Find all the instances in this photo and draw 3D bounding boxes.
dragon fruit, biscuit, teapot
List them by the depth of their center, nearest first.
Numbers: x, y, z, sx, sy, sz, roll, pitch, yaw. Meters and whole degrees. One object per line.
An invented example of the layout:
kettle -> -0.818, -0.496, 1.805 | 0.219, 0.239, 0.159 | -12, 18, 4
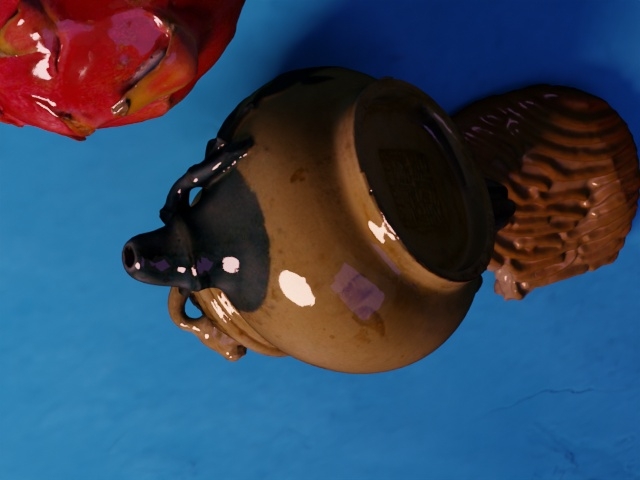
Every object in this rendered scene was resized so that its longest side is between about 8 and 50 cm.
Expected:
dragon fruit -> -0.097, -0.112, 0.726 | 0.166, 0.133, 0.136 | -25, 129, -13
teapot -> 0.000, 0.000, 0.899 | 0.182, 0.173, 0.269 | -27, 165, 34
biscuit -> 0.134, -0.025, 1.060 | 0.228, 0.031, 0.176 | -8, 128, -34
